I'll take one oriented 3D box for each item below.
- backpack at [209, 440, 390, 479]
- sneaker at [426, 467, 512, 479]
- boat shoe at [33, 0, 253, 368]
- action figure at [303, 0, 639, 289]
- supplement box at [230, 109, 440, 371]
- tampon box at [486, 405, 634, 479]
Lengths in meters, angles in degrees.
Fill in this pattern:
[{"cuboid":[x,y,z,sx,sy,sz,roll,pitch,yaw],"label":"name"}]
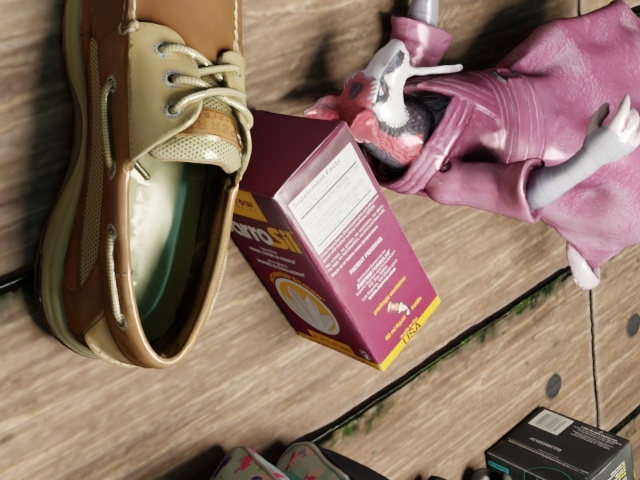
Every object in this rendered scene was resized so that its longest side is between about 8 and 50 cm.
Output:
[{"cuboid":[-0.025,0.290,0.698,0.191,0.225,0.253,28,86,-21],"label":"backpack"},{"cuboid":[0.095,0.298,0.902,0.286,0.109,0.130,-11,99,-47],"label":"sneaker"},{"cuboid":[-0.091,-0.072,0.605,0.122,0.120,0.324,2,100,-43],"label":"boat shoe"},{"cuboid":[0.141,-0.102,0.815,0.370,0.248,0.275,-5,148,-29],"label":"action figure"},{"cuboid":[0.000,0.000,0.719,0.081,0.104,0.188,-48,128,-22],"label":"supplement box"},{"cuboid":[0.263,0.286,1.024,0.101,0.120,0.161,-29,120,-33],"label":"tampon box"}]
